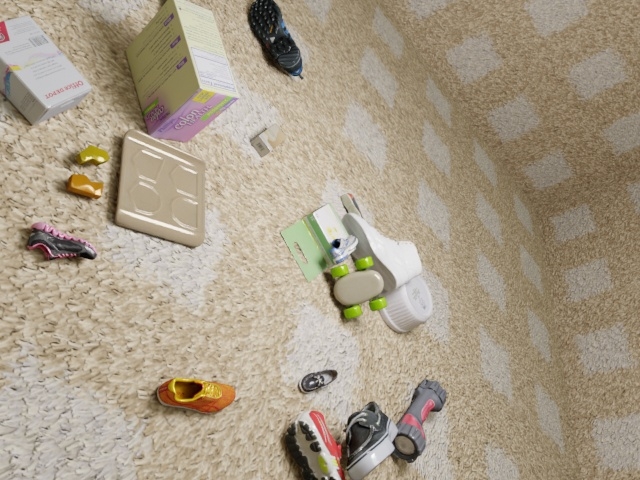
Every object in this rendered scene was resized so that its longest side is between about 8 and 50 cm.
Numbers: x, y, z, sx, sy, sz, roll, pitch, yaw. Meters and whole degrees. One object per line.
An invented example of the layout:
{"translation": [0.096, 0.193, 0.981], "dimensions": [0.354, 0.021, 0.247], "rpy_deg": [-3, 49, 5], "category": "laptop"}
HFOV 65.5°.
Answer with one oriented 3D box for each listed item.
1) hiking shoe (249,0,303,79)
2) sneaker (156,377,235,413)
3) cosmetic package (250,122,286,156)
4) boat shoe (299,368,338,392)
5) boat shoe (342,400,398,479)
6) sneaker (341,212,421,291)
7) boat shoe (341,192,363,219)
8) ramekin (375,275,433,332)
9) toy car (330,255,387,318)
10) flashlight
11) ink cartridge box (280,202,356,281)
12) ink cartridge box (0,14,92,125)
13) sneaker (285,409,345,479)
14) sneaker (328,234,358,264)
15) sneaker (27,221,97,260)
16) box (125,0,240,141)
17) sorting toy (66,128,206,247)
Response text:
{"translation": [-0.154, -0.693, 1.713], "dimensions": [0.132, 0.113, 0.303], "rpy_deg": [49, 17, -74], "category": "hiking shoe"}
{"translation": [-0.232, 0.304, 0.979], "dimensions": [0.175, 0.068, 0.064], "rpy_deg": [19, 52, -46], "category": "sneaker"}
{"translation": [-0.153, -0.301, 1.487], "dimensions": [0.060, 0.041, 0.115], "rpy_deg": [52, 37, -15], "category": "cosmetic package"}
{"translation": [-0.003, 0.353, 1.261], "dimensions": [0.125, 0.038, 0.046], "rpy_deg": [3, 66, -51], "category": "boat shoe"}
{"translation": [0.106, 0.481, 1.220], "dimensions": [0.119, 0.121, 0.335], "rpy_deg": [51, 5, 13], "category": "boat shoe"}
{"translation": [0.201, 0.020, 1.611], "dimensions": [0.169, 0.108, 0.292], "rpy_deg": [-20, 67, -39], "category": "sneaker"}
{"translation": [0.116, -0.100, 1.696], "dimensions": [0.043, 0.049, 0.136], "rpy_deg": [-8, 70, -56], "category": "boat shoe"}
{"translation": [0.286, 0.195, 1.667], "dimensions": [0.207, 0.109, 0.207], "rpy_deg": [31, 46, -38], "category": "ramekin"}
{"translation": [0.121, 0.136, 1.515], "dimensions": [0.188, 0.149, 0.154], "rpy_deg": [-2, 74, -82], "category": "toy car"}
{"translation": [0.301, 0.529, 1.483], "dimensions": [0.304, 0.103, 0.103], "rpy_deg": [-23, 113, -56], "category": "flashlight"}
{"translation": [0.000, 0.000, 1.480], "dimensions": [0.171, 0.056, 0.235], "rpy_deg": [61, 33, -4], "category": "ink cartridge box"}
{"translation": [-0.561, -0.328, 0.963], "dimensions": [0.175, 0.072, 0.127], "rpy_deg": [52, 36, -16], "category": "ink cartridge box"}
{"translation": [0.022, 0.520, 1.136], "dimensions": [0.118, 0.107, 0.278], "rpy_deg": [-11, 80, -65], "category": "sneaker"}
{"translation": [0.066, 0.012, 1.466], "dimensions": [0.058, 0.052, 0.135], "rpy_deg": [52, 38, -10], "category": "sneaker"}
{"translation": [-0.465, 0.016, 0.895], "dimensions": [0.119, 0.047, 0.057], "rpy_deg": [28, 54, -29], "category": "sneaker"}
{"translation": [-0.330, -0.395, 1.175], "dimensions": [0.117, 0.214, 0.242], "rpy_deg": [-3, 70, -52], "category": "box"}
{"translation": [-0.387, -0.125, 1.089], "dimensions": [0.307, 0.041, 0.228], "rpy_deg": [21, 57, -43], "category": "sorting toy"}
